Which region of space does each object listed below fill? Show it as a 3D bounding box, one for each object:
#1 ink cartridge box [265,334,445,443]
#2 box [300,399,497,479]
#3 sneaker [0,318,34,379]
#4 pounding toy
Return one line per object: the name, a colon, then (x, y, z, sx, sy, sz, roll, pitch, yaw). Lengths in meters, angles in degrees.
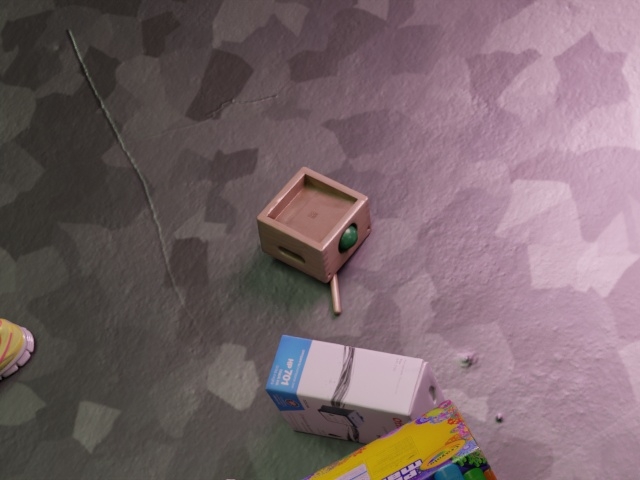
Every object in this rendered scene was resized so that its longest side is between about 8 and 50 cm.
ink cartridge box: (0.045, 0.193, 2.015, 0.190, 0.140, 0.082, 9, 64, 21)
box: (0.095, 0.383, 1.796, 0.290, 0.177, 0.279, -29, 103, 1)
sneaker: (-0.494, 0.182, 2.214, 0.081, 0.094, 0.208, 36, 79, 28)
pounding toy: (0.000, 0.000, 2.174, 0.141, 0.100, 0.130, 27, 58, 25)
